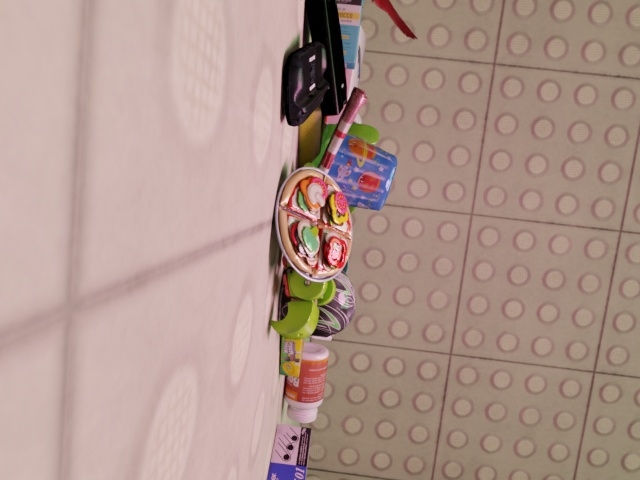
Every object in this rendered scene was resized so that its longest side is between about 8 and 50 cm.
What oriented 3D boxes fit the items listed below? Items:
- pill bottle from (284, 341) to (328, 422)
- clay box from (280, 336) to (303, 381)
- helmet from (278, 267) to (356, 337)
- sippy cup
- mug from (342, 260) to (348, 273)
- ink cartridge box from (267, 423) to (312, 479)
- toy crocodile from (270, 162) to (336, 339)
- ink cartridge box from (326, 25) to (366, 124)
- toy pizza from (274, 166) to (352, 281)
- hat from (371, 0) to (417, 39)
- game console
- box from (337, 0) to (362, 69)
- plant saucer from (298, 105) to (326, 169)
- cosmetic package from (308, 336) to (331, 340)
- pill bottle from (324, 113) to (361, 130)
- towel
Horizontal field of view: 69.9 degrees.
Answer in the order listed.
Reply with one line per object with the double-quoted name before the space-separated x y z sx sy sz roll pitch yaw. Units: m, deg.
"pill bottle" -0.045 0.426 1.379 0.121 0.121 0.215 -66 163 -83
"clay box" -0.066 0.237 1.136 0.127 0.053 0.221 -81 178 -51
"helmet" -0.002 0.127 0.998 0.169 0.162 0.169 7 90 -88
"sippy cup" 0.097 -0.195 1.335 0.305 0.224 0.239 -37 146 -86
"mug" -0.003 0.048 1.251 0.097 0.130 0.157 35 -45 50
"ink cartridge box" -0.082 0.588 1.199 0.207 0.097 0.046 -81 177 -55
"toy crocodile" -0.029 0.018 0.880 0.115 0.105 0.340 46 45 -73
"ink cartridge box" 0.064 -0.491 1.367 0.261 0.066 0.296 -36 136 -72
"toy pizza" 0.001 -0.029 0.787 0.201 0.032 0.201 11 76 -49
"hat" 0.062 -0.427 0.664 0.173 0.184 0.208 -81 177 -55
"game console" -0.007 -0.310 0.799 0.361 0.044 0.213 -67 153 -57
"box" 0.056 -0.579 1.187 0.060 0.101 0.244 -50 146 -85
"plant saucer" -0.013 -0.283 1.007 0.188 0.045 0.188 94 3 -54
"cosmetic package" -0.012 0.210 1.531 0.117 0.086 0.230 -9 -110 56
"pill bottle" 0.073 -0.334 1.622 0.161 0.162 0.283 94 3 -52
"towel" 0.023 -0.190 1.056 0.237 0.037 0.328 -77 -168 -68
